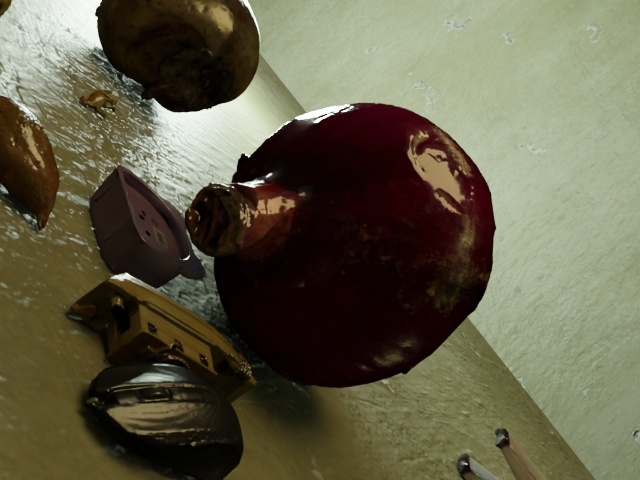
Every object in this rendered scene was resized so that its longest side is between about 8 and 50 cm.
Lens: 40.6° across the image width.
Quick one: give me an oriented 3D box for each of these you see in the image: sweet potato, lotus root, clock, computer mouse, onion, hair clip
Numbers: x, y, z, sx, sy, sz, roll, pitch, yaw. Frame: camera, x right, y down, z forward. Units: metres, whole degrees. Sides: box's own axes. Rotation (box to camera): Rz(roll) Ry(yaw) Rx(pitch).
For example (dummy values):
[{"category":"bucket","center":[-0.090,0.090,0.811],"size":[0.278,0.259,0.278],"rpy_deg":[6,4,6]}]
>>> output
[{"category":"sweet potato","center":[-0.303,-0.111,0.816],"size":[0.226,0.068,0.068],"rpy_deg":[51,11,14]},{"category":"lotus root","center":[-0.231,-0.323,1.430],"size":[0.272,0.272,0.192],"rpy_deg":[39,23,-41]},{"category":"clock","center":[-0.189,-0.005,0.933],"size":[0.110,0.050,0.153],"rpy_deg":[39,15,-40]},{"category":"computer mouse","center":[-0.115,0.140,0.701],"size":[0.172,0.057,0.099],"rpy_deg":[34,15,-50]},{"category":"onion","center":[0.000,0.000,0.962],"size":[0.385,0.348,0.348],"rpy_deg":[11,37,-52]},{"category":"hair clip","center":[0.359,0.459,1.393],"size":[0.331,0.101,0.085],"rpy_deg":[51,7,1]}]

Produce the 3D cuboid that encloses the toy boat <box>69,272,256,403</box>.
[{"category":"toy boat","center":[-0.134,0.098,0.782],"size":[0.200,0.057,0.077],"rpy_deg":[40,18,-41]}]

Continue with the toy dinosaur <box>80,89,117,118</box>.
[{"category":"toy dinosaur","center":[-0.301,-0.195,1.208],"size":[0.041,0.026,0.113],"rpy_deg":[31,20,1]}]

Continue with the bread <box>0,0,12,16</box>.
[{"category":"bread","center":[-0.445,-0.320,0.905],"size":[0.210,0.099,0.235],"rpy_deg":[50,5,-3]}]
